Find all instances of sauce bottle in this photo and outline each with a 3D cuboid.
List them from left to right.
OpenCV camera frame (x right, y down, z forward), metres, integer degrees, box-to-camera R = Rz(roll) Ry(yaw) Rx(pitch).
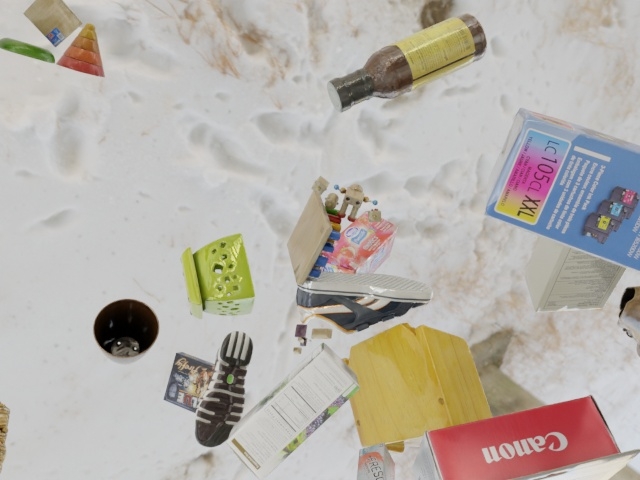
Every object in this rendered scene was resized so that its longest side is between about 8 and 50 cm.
[{"bbox_3d":[0.180,-0.371,1.239,0.344,0.111,0.111,-25,137,-10],"label":"sauce bottle"}]

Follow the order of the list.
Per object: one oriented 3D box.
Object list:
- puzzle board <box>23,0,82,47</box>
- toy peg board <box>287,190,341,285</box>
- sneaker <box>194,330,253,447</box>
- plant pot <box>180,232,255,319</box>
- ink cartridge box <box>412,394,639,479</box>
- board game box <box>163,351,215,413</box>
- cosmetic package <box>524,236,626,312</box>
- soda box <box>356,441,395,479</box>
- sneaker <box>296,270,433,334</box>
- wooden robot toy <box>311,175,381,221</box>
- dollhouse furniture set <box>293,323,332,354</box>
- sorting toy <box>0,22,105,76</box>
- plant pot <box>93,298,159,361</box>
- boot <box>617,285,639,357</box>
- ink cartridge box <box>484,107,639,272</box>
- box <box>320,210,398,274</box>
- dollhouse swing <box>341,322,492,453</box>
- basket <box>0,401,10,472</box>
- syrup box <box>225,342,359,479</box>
[{"bbox_3d":[-0.609,-0.508,1.333,0.096,0.128,0.011,49,45,-28],"label":"puzzle board"},{"bbox_3d":[0.000,0.000,1.334,0.079,0.160,0.161,15,120,-22],"label":"toy peg board"},{"bbox_3d":[-0.237,0.365,1.464,0.106,0.162,0.281,20,80,-10],"label":"sneaker"},{"bbox_3d":[-0.341,0.131,1.921,0.207,0.228,0.227,-11,160,-15],"label":"plant pot"},{"bbox_3d":[0.338,0.380,1.012,0.309,0.130,0.272,-10,142,-7],"label":"ink cartridge box"},{"bbox_3d":[-0.386,0.481,1.914,0.042,0.243,0.165,19,86,-68],"label":"board game box"},{"bbox_3d":[0.545,0.021,1.218,0.160,0.113,0.309,-3,143,1],"label":"cosmetic package"},{"bbox_3d":[0.106,0.477,1.124,0.058,0.183,0.063,-22,107,15],"label":"soda box"},{"bbox_3d":[0.101,0.148,1.378,0.321,0.126,0.127,4,103,-4],"label":"sneaker"},{"bbox_3d":[0.065,-0.097,1.326,0.079,0.173,0.076,-69,-178,-55],"label":"wooden robot toy"},{"bbox_3d":[-0.013,0.312,1.778,0.081,0.114,0.091,54,38,-53],"label":"dollhouse furniture set"},{"bbox_3d":[-0.669,-0.493,1.397,0.365,0.127,0.126,0,110,-58],"label":"sorting toy"},{"bbox_3d":[-0.690,0.352,2.077,0.215,0.215,0.230,-27,162,-31],"label":"plant pot"},{"bbox_3d":[0.682,0.172,1.229,0.305,0.115,0.112,62,36,-52],"label":"boot"},{"bbox_3d":[0.452,-0.056,0.841,0.270,0.395,0.151,-42,154,-68],"label":"ink cartridge box"},{"bbox_3d":[0.111,0.038,1.749,0.257,0.122,0.128,-41,153,-41],"label":"box"},{"bbox_3d":[0.290,0.362,1.407,0.305,0.315,0.347,-3,159,-32],"label":"dollhouse swing"},{"bbox_3d":[-0.898,0.471,1.335,0.299,0.213,0.223,13,138,-34],"label":"basket"},{"bbox_3d":[-0.048,0.300,1.041,0.237,0.096,0.093,-44,179,-1],"label":"syrup box"}]
